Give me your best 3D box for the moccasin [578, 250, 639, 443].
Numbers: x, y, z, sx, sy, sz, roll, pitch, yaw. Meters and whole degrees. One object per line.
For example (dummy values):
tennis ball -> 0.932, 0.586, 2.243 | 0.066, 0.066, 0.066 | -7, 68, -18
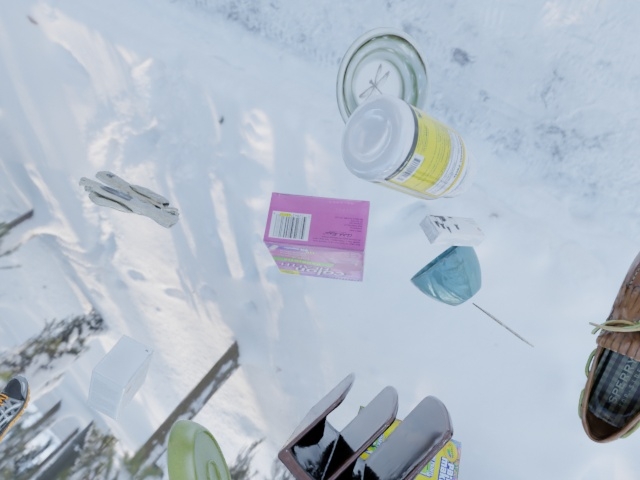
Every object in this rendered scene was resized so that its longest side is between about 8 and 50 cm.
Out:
moccasin -> 0.500, 0.159, 0.724 | 0.139, 0.147, 0.380 | 32, 124, 33

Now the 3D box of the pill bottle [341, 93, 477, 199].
pill bottle -> 0.223, -0.200, 1.086 | 0.188, 0.334, 0.188 | -11, 74, 44

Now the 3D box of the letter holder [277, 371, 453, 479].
letter holder -> 0.084, 0.299, 0.770 | 0.152, 0.214, 0.302 | 46, 179, 12

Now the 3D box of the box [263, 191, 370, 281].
box -> 0.000, 0.000, 1.066 | 0.213, 0.117, 0.243 | 6, 161, 6

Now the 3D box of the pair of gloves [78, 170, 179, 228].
pair of gloves -> -0.407, -0.085, 1.008 | 0.204, 0.042, 0.240 | 25, -174, -17

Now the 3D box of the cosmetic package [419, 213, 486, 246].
cosmetic package -> 0.475, -0.035, 1.651 | 0.060, 0.239, 0.099 | -55, 45, 40

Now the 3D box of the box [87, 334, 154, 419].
box -> -0.518, 0.354, 1.196 | 0.091, 0.130, 0.170 | 28, 126, 0

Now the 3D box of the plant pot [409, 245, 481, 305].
plant pot -> 0.541, 0.151, 1.887 | 0.195, 0.290, 0.290 | 52, 142, 6

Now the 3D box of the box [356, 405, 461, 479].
box -> 0.197, 0.642, 1.241 | 0.279, 0.177, 0.290 | 15, 126, 14

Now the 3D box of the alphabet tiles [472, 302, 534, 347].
alphabet tiles -> 0.745, 0.345, 1.870 | 0.198, 0.009, 0.237 | 30, -172, -41

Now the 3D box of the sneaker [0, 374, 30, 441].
sneaker -> -0.814, 0.437, 1.155 | 0.084, 0.215, 0.083 | 2, 145, 22

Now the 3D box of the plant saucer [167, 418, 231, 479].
plant saucer -> -0.205, 0.436, 0.834 | 0.241, 0.037, 0.241 | 158, 90, -88

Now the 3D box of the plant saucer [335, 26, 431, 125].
plant saucer -> 0.214, -0.546, 1.667 | 0.100, 0.400, 0.400 | 32, 151, 59
